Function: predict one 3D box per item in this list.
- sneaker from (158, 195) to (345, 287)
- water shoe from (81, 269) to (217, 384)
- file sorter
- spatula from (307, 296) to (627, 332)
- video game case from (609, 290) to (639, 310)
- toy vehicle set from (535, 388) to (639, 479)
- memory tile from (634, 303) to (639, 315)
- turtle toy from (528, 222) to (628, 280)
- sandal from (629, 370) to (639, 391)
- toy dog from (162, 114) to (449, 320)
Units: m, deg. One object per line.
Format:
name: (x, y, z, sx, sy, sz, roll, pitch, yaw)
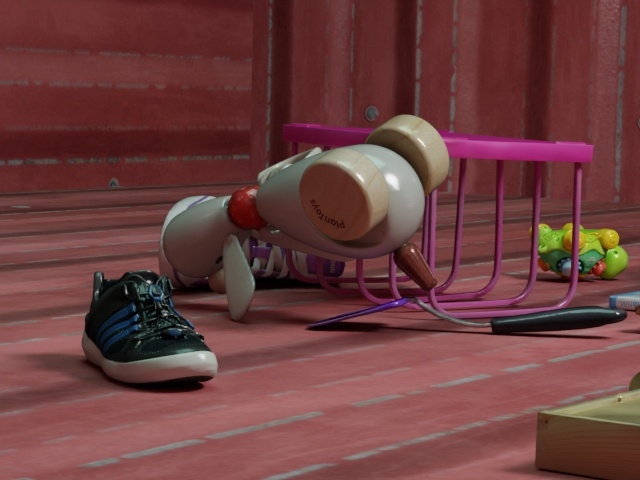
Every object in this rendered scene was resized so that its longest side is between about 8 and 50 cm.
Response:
sneaker: (-0.061, 0.005, 2.220, 0.161, 0.102, 0.282, 7, 6, 25)
water shoe: (-0.141, 0.064, 1.541, 0.073, 0.080, 0.203, -1, 5, -27)
file sorter: (0.115, -0.024, 2.101, 0.202, 0.182, 0.291, 0, 6, -32)
spatula: (0.139, 0.071, 1.864, 0.296, 0.030, 0.084, 2, 2, 8)
video game case: (0.406, 0.067, 2.095, 0.166, 0.015, 0.119, 4, 5, 33)
toy vehicle set: (0.276, 0.120, 1.254, 0.166, 0.035, 0.267, 5, 6, 38)
memory tile: (0.379, 0.057, 1.915, 0.113, 0.012, 0.148, -22, -18, 33)
turtle toy: (0.317, 0.015, 2.395, 0.130, 0.066, 0.095, 0, 7, -29)
sandal: (0.294, 0.102, 1.467, 0.180, 0.049, 0.072, -23, 14, -41)
toy dog: (0.000, 0.000, 1.930, 0.220, 0.161, 0.334, -27, 5, -27)
